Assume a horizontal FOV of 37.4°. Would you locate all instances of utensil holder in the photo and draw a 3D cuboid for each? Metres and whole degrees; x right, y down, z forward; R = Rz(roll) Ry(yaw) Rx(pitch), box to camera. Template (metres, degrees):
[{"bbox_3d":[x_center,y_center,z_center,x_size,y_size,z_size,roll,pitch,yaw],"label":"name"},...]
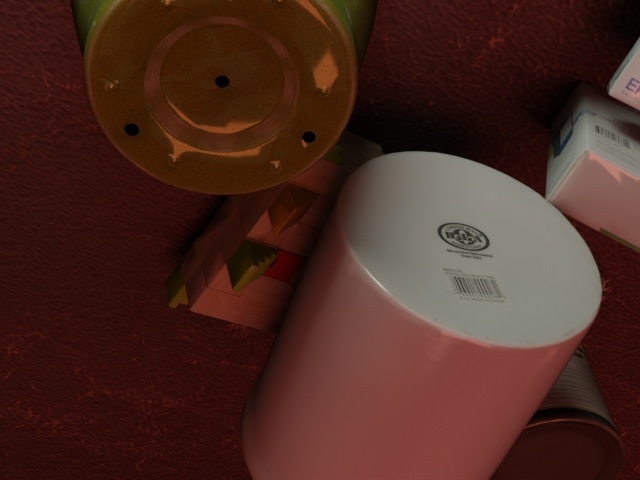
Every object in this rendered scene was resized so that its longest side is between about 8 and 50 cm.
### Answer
[{"bbox_3d":[0.107,0.133,1.120,0.328,0.327,0.385,10,130,-13],"label":"utensil holder"}]

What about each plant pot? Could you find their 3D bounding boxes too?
[{"bbox_3d":[-0.093,-0.237,0.944,0.367,0.353,0.366,-3,128,-3],"label":"plant pot"}]

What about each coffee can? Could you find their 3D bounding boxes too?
[{"bbox_3d":[0.306,0.225,1.390,0.202,0.275,0.201,-2,129,-3],"label":"coffee can"}]

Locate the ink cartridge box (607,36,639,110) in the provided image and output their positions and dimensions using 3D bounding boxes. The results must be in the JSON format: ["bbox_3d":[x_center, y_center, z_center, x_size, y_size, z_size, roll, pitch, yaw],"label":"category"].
[{"bbox_3d":[0.474,-0.207,1.043,0.223,0.045,0.224,27,120,-1],"label":"ink cartridge box"}]

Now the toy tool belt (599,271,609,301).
[{"bbox_3d":[0.410,0.072,1.430,0.051,0.052,0.083,-11,140,-37],"label":"toy tool belt"}]

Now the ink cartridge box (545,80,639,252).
[{"bbox_3d":[0.367,-0.092,1.167,0.154,0.212,0.093,26,125,-3],"label":"ink cartridge box"}]

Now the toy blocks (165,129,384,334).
[{"bbox_3d":[0.000,0.000,1.272,0.261,0.190,0.381,19,124,-32],"label":"toy blocks"}]
